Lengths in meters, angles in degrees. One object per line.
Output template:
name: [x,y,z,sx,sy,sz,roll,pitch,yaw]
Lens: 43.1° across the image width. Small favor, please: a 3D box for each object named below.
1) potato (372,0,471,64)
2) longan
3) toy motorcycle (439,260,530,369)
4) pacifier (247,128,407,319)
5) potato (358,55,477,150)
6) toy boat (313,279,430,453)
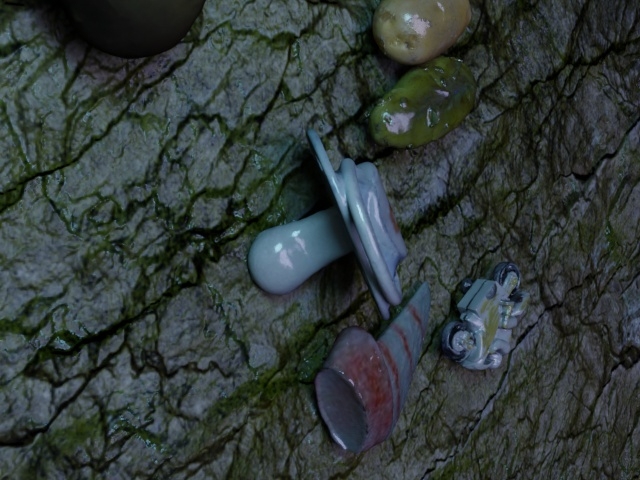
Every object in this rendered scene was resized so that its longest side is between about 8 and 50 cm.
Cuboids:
potato: [0.150,-0.331,1.211,0.178,0.109,0.118,-36,133,-34]
longan: [-0.206,-0.303,0.862,0.198,0.198,0.212,-42,117,-32]
toy motorcycle: [0.280,0.142,1.355,0.229,0.074,0.151,-43,120,-33]
pacifier: [0.000,0.000,1.073,0.207,0.227,0.278,-21,109,3]
potato: [0.155,-0.205,1.229,0.225,0.090,0.117,-35,98,-31]
toy boat: [0.104,0.175,1.215,0.282,0.096,0.206,-46,126,-44]
